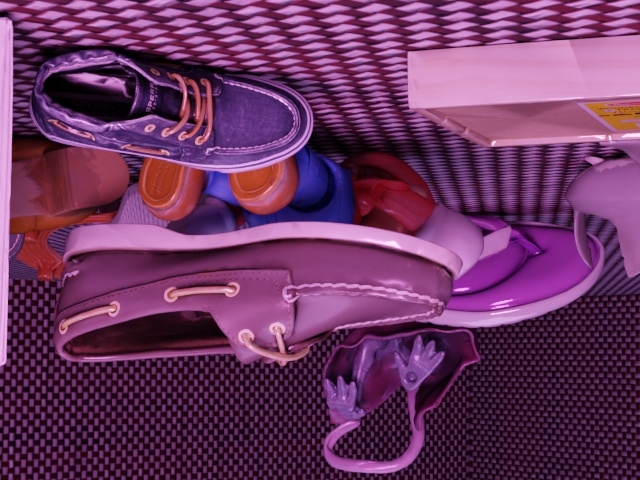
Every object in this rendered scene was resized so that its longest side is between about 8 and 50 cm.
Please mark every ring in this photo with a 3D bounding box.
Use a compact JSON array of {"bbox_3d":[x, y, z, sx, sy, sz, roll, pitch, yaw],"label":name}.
[{"bbox_3d":[-0.237,0.025,1.810,0.337,0.032,0.336,5,160,2],"label":"ring"}]

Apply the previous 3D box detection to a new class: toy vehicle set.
[{"bbox_3d":[0.206,-0.092,0.888,0.267,0.035,0.166,-1,175,21],"label":"toy vehicle set"}]

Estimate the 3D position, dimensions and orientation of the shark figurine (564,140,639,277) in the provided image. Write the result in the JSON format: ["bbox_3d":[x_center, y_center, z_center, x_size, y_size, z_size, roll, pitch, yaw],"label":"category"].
[{"bbox_3d":[0.274,-0.022,1.285,0.166,0.116,0.278,5,172,-26],"label":"shark figurine"}]

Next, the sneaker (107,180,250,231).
[{"bbox_3d":[-0.126,-0.012,1.522,0.150,0.135,0.366,-20,-177,-20],"label":"sneaker"}]

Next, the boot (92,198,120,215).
[{"bbox_3d":[-0.291,-0.041,1.594,0.106,0.037,0.114,7,177,-33],"label":"boot"}]

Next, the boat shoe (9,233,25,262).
[{"bbox_3d":[-0.424,-0.018,1.401,0.320,0.116,0.099,11,174,-38],"label":"boat shoe"}]

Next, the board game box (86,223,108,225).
[{"bbox_3d":[-0.152,-0.002,1.948,0.214,0.046,0.317,0,175,18],"label":"board game box"}]

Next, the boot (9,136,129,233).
[{"bbox_3d":[-0.321,-0.040,1.187,0.295,0.104,0.211,-1,176,-31],"label":"boot"}]

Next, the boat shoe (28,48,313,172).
[{"bbox_3d":[-0.090,-0.080,0.898,0.183,0.065,0.083,3,176,-10],"label":"boat shoe"}]

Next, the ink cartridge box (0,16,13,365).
[{"bbox_3d":[-0.290,-0.019,0.872,0.198,0.197,0.270,2,175,-14],"label":"ink cartridge box"}]

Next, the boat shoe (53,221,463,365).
[{"bbox_3d":[-0.054,0.046,1.063,0.325,0.096,0.116,0,157,22],"label":"boat shoe"}]

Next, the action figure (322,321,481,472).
[{"bbox_3d":[0.155,0.115,1.921,0.248,0.275,0.370,7,-155,16],"label":"action figure"}]

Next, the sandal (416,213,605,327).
[{"bbox_3d":[0.133,0.017,1.749,0.416,0.169,0.102,-1,135,18],"label":"sandal"}]

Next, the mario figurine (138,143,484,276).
[{"bbox_3d":[0.000,0.000,1.170,0.198,0.170,0.320,39,-170,34],"label":"mario figurine"}]
